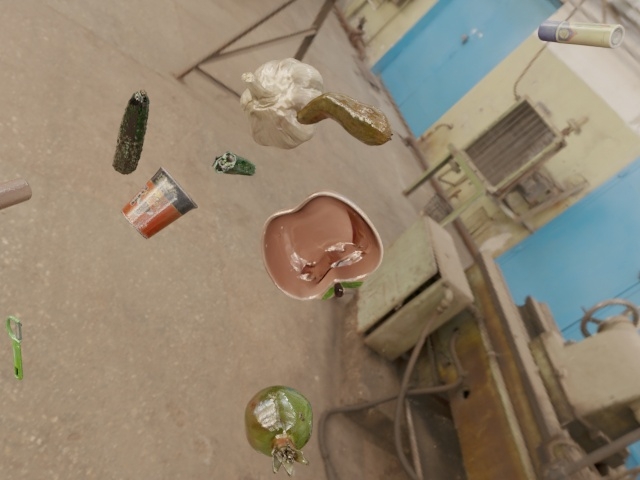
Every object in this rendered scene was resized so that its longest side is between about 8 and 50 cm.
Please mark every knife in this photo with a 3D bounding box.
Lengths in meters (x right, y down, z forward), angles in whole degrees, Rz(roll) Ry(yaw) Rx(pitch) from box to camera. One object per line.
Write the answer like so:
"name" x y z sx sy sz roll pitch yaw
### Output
"knife" -0.758 0.266 1.391 0.054 0.212 0.015 24 34 14

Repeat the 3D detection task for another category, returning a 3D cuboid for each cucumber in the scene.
"cucumber" -0.469 -0.266 1.399 0.067 0.293 0.068 13 57 -20

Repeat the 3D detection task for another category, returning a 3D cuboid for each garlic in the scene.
"garlic" -0.108 -0.319 1.277 0.219 0.218 0.212 56 21 17

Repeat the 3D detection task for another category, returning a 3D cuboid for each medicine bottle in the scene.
"medicine bottle" 0.693 -0.554 1.508 0.059 0.059 0.231 27 5 -37

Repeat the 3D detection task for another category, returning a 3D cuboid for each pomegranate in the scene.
"pomegranate" -0.098 0.467 1.385 0.181 0.181 0.224 36 11 -24

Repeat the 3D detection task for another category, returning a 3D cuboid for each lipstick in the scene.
"lipstick" -0.910 -0.103 1.518 0.070 0.070 0.254 48 33 1

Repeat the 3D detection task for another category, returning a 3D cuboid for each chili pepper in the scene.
"chili pepper" -0.274 -0.244 1.894 0.059 0.088 0.227 70 16 9

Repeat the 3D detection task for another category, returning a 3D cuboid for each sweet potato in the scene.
"sweet potato" 0.044 -0.249 1.121 0.233 0.081 0.062 24 14 32

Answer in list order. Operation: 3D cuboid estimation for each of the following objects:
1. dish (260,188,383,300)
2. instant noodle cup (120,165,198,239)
"dish" 0.000 0.000 0.991 0.213 0.213 0.090 39 22 -18
"instant noodle cup" -0.365 -0.079 1.259 0.127 0.135 0.127 47 -8 9
